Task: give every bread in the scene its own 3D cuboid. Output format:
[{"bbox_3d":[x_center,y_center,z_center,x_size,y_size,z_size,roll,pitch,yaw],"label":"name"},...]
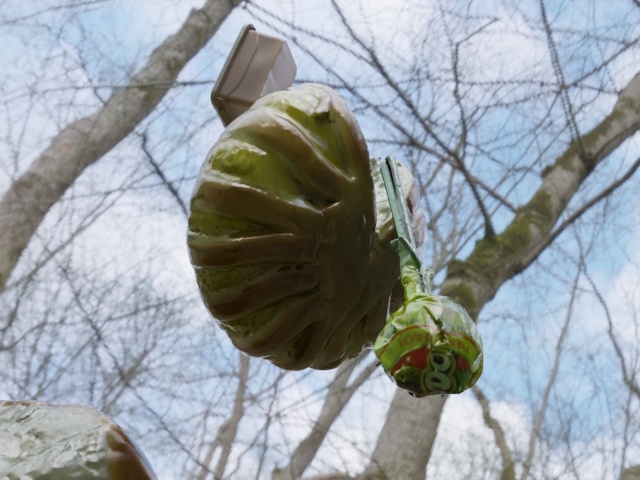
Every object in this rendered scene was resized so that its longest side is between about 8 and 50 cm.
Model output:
[{"bbox_3d":[0.000,0.000,1.081,0.160,0.333,0.333,14,-50,45],"label":"bread"},{"bbox_3d":[-0.292,0.296,0.966,0.279,0.225,0.250,2,-70,32],"label":"bread"}]

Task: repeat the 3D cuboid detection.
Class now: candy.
[{"bbox_3d":[0.073,0.019,0.779,0.077,0.262,0.073,24,-55,-26],"label":"candy"}]

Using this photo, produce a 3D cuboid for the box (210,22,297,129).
[{"bbox_3d":[-0.080,-0.197,1.203,0.062,0.122,0.089,15,-20,18],"label":"box"}]
